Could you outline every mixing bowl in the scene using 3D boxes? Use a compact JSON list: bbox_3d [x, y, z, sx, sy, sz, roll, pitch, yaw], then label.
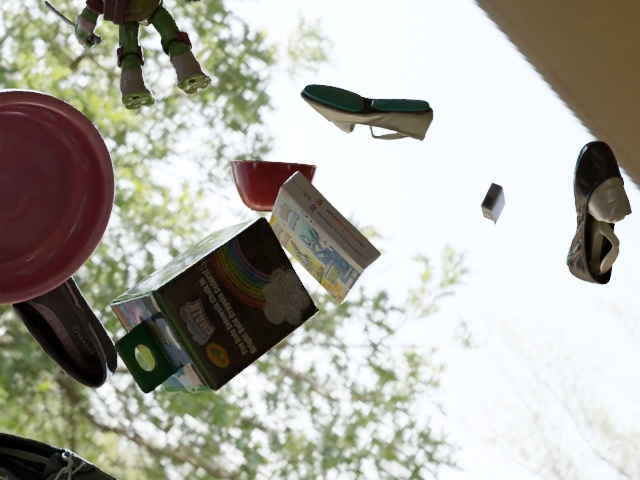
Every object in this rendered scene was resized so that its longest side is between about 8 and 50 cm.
[{"bbox_3d":[-0.094,-0.106,2.225,0.181,0.098,0.181,2,1,0],"label":"mixing bowl"}]

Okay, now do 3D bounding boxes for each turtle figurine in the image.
[{"bbox_3d":[-0.273,-0.334,1.736,0.275,0.198,0.266,-35,-112,52],"label":"turtle figurine"}]

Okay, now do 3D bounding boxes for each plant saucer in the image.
[{"bbox_3d":[-0.476,-0.070,1.681,0.084,0.332,0.332,27,-19,47],"label":"plant saucer"}]

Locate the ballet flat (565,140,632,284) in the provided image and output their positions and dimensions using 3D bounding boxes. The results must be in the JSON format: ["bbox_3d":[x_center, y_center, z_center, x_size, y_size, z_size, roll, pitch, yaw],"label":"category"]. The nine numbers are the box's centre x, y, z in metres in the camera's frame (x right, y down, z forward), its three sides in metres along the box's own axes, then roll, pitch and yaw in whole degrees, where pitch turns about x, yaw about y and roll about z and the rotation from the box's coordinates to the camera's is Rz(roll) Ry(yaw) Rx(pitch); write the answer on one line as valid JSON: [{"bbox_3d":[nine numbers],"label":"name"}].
[{"bbox_3d":[0.490,-0.039,1.925,0.096,0.095,0.280,45,-31,45],"label":"ballet flat"}]

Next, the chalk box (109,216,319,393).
[{"bbox_3d":[-0.186,0.118,1.695,0.179,0.289,0.180,-14,-72,58],"label":"chalk box"}]

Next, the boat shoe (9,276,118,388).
[{"bbox_3d":[-0.460,0.113,1.903,0.335,0.112,0.095,55,3,-16],"label":"boat shoe"}]

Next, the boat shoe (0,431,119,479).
[{"bbox_3d":[-0.421,0.384,1.764,0.319,0.116,0.099,15,-49,17],"label":"boat shoe"}]

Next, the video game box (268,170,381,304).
[{"bbox_3d":[0.000,0.000,1.802,0.187,0.048,0.205,47,-20,8],"label":"video game box"}]

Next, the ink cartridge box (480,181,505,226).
[{"bbox_3d":[0.384,-0.079,2.471,0.029,0.063,0.115,24,-11,19],"label":"ink cartridge box"}]

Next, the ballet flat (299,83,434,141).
[{"bbox_3d":[0.082,-0.226,2.036,0.248,0.086,0.086,10,-23,4],"label":"ballet flat"}]
